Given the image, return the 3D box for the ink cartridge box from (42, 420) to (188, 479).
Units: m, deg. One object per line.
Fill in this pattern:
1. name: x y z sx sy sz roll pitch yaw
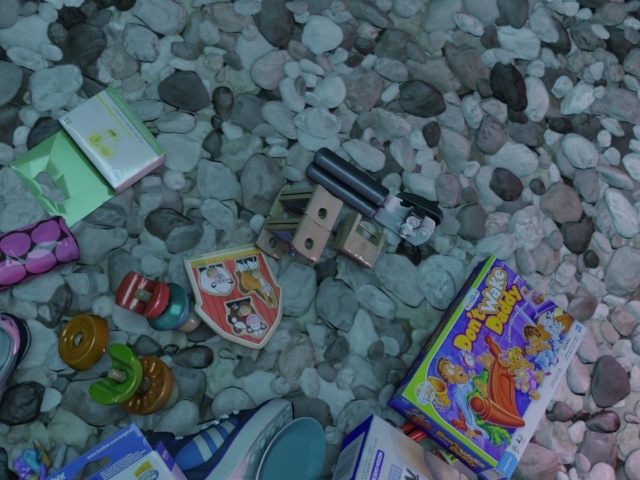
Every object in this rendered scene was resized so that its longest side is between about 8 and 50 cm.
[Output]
1. ink cartridge box: -0.254 0.430 1.155 0.186 0.065 0.311 -33 95 0

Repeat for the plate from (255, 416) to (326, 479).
1. plate: -0.056 0.389 1.362 0.024 0.188 0.188 14 69 36

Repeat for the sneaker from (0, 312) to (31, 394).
1. sneaker: -0.589 0.260 1.300 0.112 0.131 0.319 22 73 -4

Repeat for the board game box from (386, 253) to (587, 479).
1. board game box: 0.311 0.229 1.462 0.233 0.078 0.347 38 61 1

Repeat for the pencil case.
1. pencil case: -0.533 0.023 1.394 0.209 0.095 0.098 -20 65 -16

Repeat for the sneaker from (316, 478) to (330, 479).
1. sneaker: 0.065 0.571 1.364 0.139 0.125 0.341 -10 78 -36

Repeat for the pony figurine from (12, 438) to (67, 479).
1. pony figurine: -0.433 0.518 1.218 0.363 0.303 0.351 47 41 7

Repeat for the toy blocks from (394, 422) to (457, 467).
1. toy blocks: 0.190 0.380 1.449 0.148 0.054 0.123 -28 82 -15

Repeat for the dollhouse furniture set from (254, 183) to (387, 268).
1. dollhouse furniture set: 0.000 0.000 1.495 0.183 0.129 0.129 35 71 -31

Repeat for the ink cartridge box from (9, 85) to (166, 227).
1. ink cartridge box: -0.430 -0.153 1.474 0.235 0.056 0.171 -38 86 -19

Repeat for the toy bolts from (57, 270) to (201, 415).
1. toy bolts: -0.315 0.173 1.397 0.218 0.158 0.228 22 81 38

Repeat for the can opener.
1. can opener: 0.104 -0.087 1.553 0.280 0.074 0.093 31 39 -3

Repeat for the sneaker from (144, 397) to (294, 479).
1. sneaker: -0.215 0.348 1.348 0.236 0.130 0.323 16 36 25

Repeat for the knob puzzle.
1. knob puzzle: -0.139 0.102 1.432 0.213 0.030 0.213 17 58 -28

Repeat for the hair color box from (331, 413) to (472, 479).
1. hair color box: 0.179 0.467 1.339 0.339 0.110 0.185 36 36 -7
